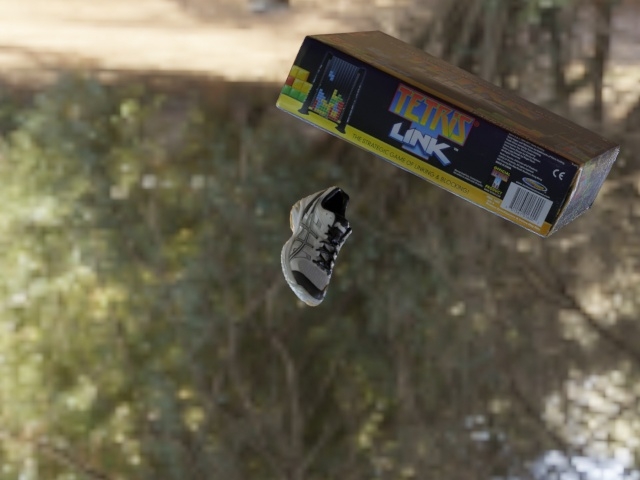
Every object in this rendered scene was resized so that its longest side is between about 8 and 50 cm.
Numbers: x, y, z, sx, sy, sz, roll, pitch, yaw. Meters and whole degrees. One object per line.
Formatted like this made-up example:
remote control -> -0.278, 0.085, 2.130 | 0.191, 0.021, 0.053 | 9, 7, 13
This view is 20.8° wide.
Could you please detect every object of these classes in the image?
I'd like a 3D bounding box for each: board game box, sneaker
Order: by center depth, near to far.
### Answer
board game box -> 0.078, -0.066, 1.005 | 0.170, 0.048, 0.141 | 27, -164, 12
sneaker -> 0.000, 0.000, 1.040 | 0.037, 0.083, 0.032 | -29, 130, 31
